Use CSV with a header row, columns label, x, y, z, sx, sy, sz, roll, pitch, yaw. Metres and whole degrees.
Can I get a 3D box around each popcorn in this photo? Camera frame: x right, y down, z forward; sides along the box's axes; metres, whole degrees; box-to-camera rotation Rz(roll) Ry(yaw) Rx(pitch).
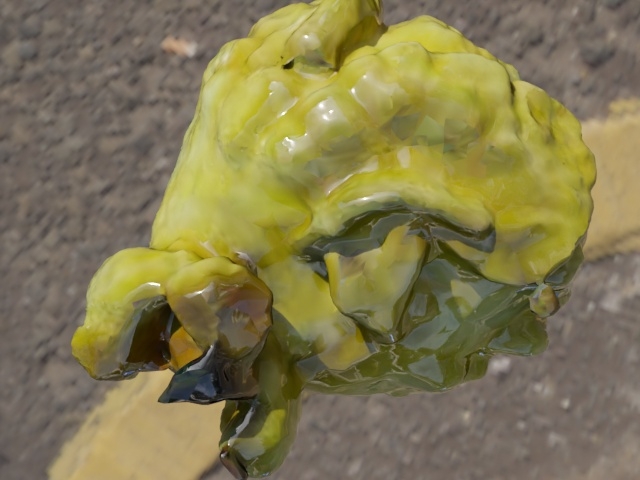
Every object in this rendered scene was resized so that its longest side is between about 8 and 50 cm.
label,x,y,z,sx,sy,sz,roll,pitch,yaw
popcorn,0.008,0.004,0.745,0.168,0.173,0.195,36,90,-34
